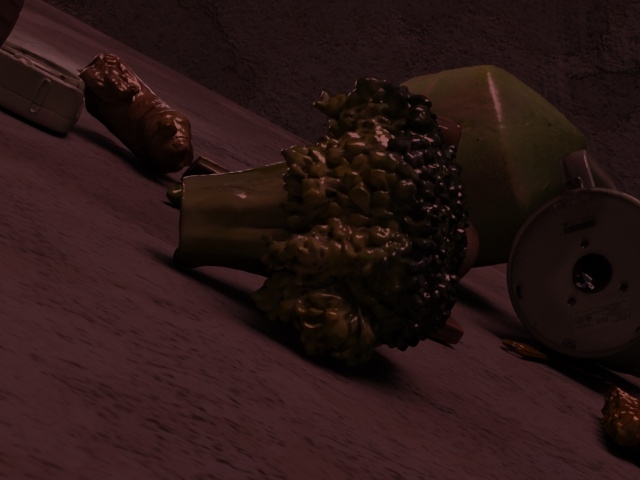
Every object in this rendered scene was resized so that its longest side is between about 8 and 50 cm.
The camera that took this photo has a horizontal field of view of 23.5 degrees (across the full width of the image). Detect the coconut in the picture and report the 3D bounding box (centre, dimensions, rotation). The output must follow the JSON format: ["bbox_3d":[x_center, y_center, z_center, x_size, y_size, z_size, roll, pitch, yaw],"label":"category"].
[{"bbox_3d":[0.205,-0.095,2.105,0.328,0.328,0.281,23,46,-30],"label":"coconut"}]

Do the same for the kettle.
[{"bbox_3d":[0.358,0.041,1.964,0.265,0.205,0.318,46,10,23],"label":"kettle"}]

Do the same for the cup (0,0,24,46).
[{"bbox_3d":[-0.390,-0.237,1.139,0.288,0.208,0.273,17,-6,7],"label":"cup"}]

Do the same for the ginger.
[{"bbox_3d":[-0.201,-0.134,1.773,0.213,0.074,0.137,34,-12,35],"label":"ginger"}]

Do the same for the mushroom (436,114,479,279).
[{"bbox_3d":[0.090,-0.043,1.808,0.206,0.209,0.206,5,-9,1],"label":"mushroom"}]

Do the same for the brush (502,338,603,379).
[{"bbox_3d":[0.272,0.139,1.850,0.082,0.010,0.218,31,7,30],"label":"brush"}]

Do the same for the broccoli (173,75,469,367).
[{"bbox_3d":[0.000,0.000,1.265,0.243,0.263,0.247,3,-29,2],"label":"broccoli"}]

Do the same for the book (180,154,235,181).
[{"bbox_3d":[-0.092,-0.053,1.719,0.127,0.014,0.182,27,-8,-9],"label":"book"}]

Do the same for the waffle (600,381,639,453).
[{"bbox_3d":[0.315,0.183,1.519,0.161,0.046,0.192,24,6,-25],"label":"waffle"}]

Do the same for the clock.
[{"bbox_3d":[-0.333,-0.180,1.722,0.151,0.062,0.191,26,6,-6],"label":"clock"}]

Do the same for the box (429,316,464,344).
[{"bbox_3d":[0.091,0.075,1.569,0.115,0.025,0.048,23,12,-28],"label":"box"}]

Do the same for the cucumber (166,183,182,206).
[{"bbox_3d":[-0.099,-0.036,1.629,0.168,0.039,0.039,19,10,-42],"label":"cucumber"}]
